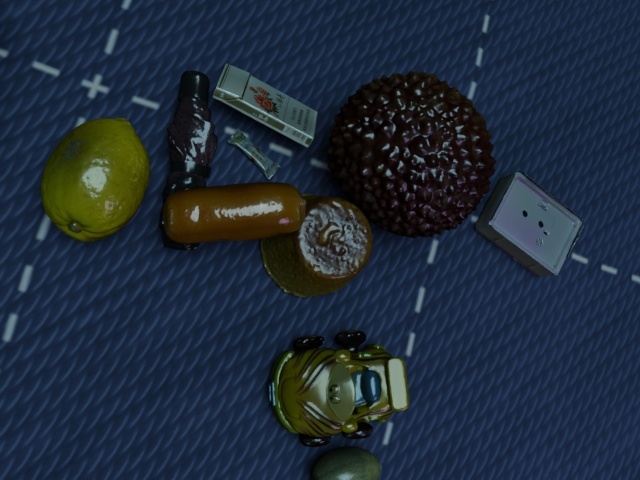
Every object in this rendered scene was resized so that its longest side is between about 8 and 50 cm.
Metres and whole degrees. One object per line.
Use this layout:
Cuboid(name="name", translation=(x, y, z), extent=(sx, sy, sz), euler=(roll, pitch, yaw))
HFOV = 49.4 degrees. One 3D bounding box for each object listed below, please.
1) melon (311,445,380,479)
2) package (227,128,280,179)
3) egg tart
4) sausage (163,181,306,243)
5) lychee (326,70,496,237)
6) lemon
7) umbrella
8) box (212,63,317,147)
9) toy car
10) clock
Cuboid(name="melon", translation=(0.047, 0.421, 1.253), extent=(0.130, 0.098, 0.098), euler=(-8, 86, -18))
Cuboid(name="package", translation=(-0.125, -0.162, 1.309), extent=(0.110, 0.015, 0.037), euler=(42, 67, -11))
Cuboid(name="egg tart", translation=(0.000, 0.000, 1.263), extent=(0.202, 0.147, 0.203), euler=(3, 81, -17))
Cuboid(name="sausage", translation=(-0.139, -0.046, 1.149), extent=(0.238, 0.098, 0.098), euler=(-5, 85, -9))
Cuboid(name="lychee", translation=(0.169, -0.159, 1.265), extent=(0.305, 0.330, 0.306), euler=(-2, 69, 4))
Cuboid(name="lemon", translation=(-0.364, -0.102, 1.140), extent=(0.170, 0.170, 0.207), euler=(25, 70, -14))
Cuboid(name="umbrella", translation=(-0.230, -0.143, 1.231), extent=(0.094, 0.090, 0.326), euler=(7, 81, -13))
Cuboid(name="box", translation=(-0.098, -0.252, 1.289), extent=(0.198, 0.029, 0.109), euler=(26, 35, -15))
Cuboid(name="toy car", translation=(0.039, 0.265, 1.244), extent=(0.247, 0.142, 0.201), euler=(-5, 84, -21))
Cuboid(name="clock", translation=(0.435, -0.031, 1.453), extent=(0.192, 0.071, 0.147), euler=(34, 74, -12))
